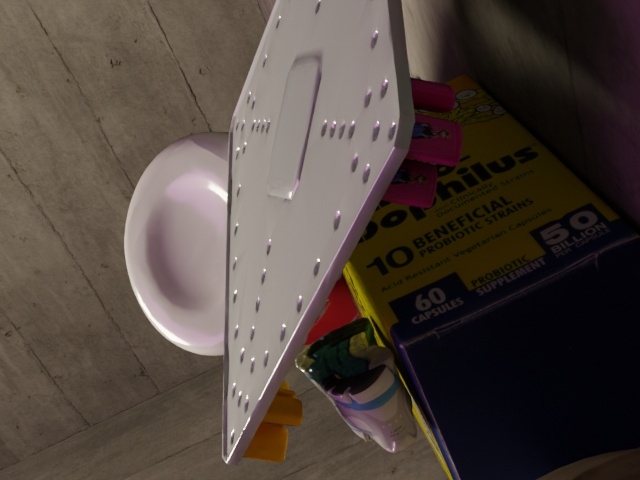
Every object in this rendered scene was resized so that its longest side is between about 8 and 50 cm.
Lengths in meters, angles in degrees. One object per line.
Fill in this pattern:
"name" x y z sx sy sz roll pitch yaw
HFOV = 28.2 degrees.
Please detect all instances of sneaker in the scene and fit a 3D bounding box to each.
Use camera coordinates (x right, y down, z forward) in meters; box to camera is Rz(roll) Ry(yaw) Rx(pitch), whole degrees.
"sneaker" 0.033 0.120 1.012 0.083 0.071 0.191 59 179 -13

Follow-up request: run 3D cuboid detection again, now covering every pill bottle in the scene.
"pill bottle" 0.000 0.000 1.426 0.407 0.229 0.229 -2 -120 -52

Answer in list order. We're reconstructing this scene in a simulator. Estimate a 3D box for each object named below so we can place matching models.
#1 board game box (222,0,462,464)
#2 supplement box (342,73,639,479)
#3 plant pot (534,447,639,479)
"board game box" 0.000 -0.083 0.991 0.390 0.050 0.390 117 158 -45
"supplement box" 0.131 0.031 1.097 0.356 0.194 0.195 -120 5 -60
"plant pot" 0.219 0.233 0.531 0.323 0.323 0.280 64 160 8
